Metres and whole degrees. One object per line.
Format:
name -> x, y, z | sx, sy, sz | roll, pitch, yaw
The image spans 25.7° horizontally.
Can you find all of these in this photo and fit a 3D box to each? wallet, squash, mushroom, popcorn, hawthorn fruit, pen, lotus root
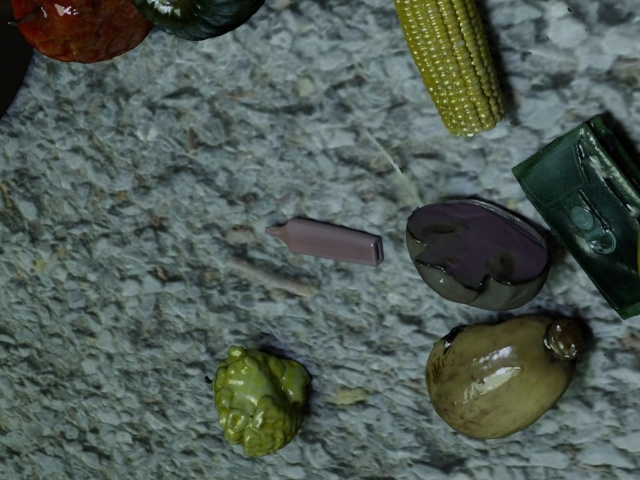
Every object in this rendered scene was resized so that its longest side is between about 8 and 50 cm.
wallet -> 0.341, -0.020, 1.654 | 0.236, 0.055, 0.160 | 54, 143, 0
squash -> -0.161, -0.361, 1.791 | 0.218, 0.172, 0.218 | 35, 139, 37
mushroom -> 0.198, 0.029, 1.751 | 0.188, 0.141, 0.117 | 25, 151, 31
popcorn -> -0.099, 0.239, 2.120 | 0.142, 0.173, 0.174 | -6, 111, 31
hawthorn fruit -> -0.346, -0.329, 1.923 | 0.207, 0.243, 0.207 | 19, 126, 29
pen -> 0.000, 0.000, 1.977 | 0.197, 0.032, 0.053 | 12, 123, 33
lotus root -> 0.225, 0.172, 1.809 | 0.154, 0.140, 0.257 | 50, 131, -5

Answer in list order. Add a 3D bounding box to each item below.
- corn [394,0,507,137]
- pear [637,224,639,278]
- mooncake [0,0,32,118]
corn -> 0.146, -0.244, 1.654 | 0.093, 0.093, 0.244 | -5, 111, 43
pear -> 0.432, 0.002, 1.491 | 0.200, 0.200, 0.200 | 21, 127, 31
mooncake -> -0.646, -0.255, 2.121 | 0.246, 0.394, 0.393 | 39, 149, 18
